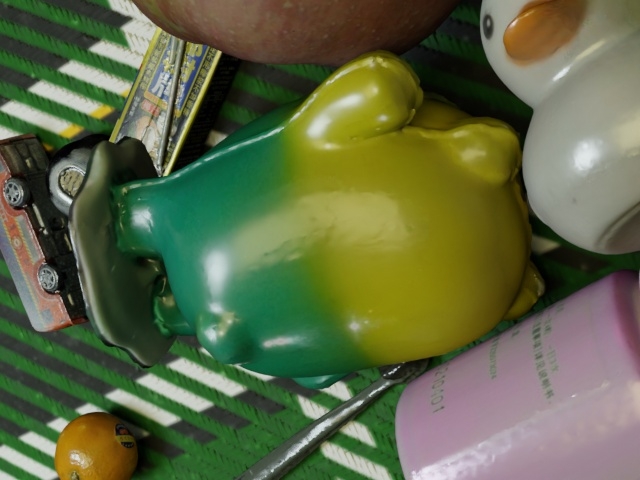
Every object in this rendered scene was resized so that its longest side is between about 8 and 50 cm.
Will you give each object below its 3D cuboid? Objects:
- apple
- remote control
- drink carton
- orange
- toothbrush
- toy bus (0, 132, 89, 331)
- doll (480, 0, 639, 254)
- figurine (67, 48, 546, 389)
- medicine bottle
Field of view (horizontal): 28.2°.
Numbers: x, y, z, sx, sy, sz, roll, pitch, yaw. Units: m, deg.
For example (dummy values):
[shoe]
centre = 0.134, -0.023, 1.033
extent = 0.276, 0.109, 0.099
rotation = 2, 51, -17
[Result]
[apple]
centre = -0.020, -0.250, 0.941
extent = 0.305, 0.305, 0.235
rotation = 14, 110, 23
[remote control]
centre = -0.147, -0.002, 1.165
extent = 0.266, 0.066, 0.090
rotation = 37, 115, 16
[drink carton]
centre = -0.125, -0.139, 1.137
extent = 0.071, 0.056, 0.166
rotation = 31, 111, 15
[orange]
centre = -0.217, 0.208, 1.230
extent = 0.083, 0.083, 0.084
rotation = 5, 101, 25
[toothbrush]
centre = -0.013, 0.181, 1.156
extent = 0.297, 0.030, 0.030
rotation = -42, 55, 27
[toy bus]
centre = -0.272, -0.005, 1.230
extent = 0.077, 0.065, 0.192
rotation = -24, 88, 38
[doll]
centre = 0.207, -0.111, 0.855
extent = 0.221, 0.251, 0.221
rotation = -2, 87, 44
[figurine]
centre = 0.000, 0.000, 0.994
extent = 0.340, 0.231, 0.324
rotation = -6, 131, 17
[medicine bottle]
centre = 0.218, 0.124, 0.952
extent = 0.290, 0.178, 0.178
rotation = -32, 85, 26
